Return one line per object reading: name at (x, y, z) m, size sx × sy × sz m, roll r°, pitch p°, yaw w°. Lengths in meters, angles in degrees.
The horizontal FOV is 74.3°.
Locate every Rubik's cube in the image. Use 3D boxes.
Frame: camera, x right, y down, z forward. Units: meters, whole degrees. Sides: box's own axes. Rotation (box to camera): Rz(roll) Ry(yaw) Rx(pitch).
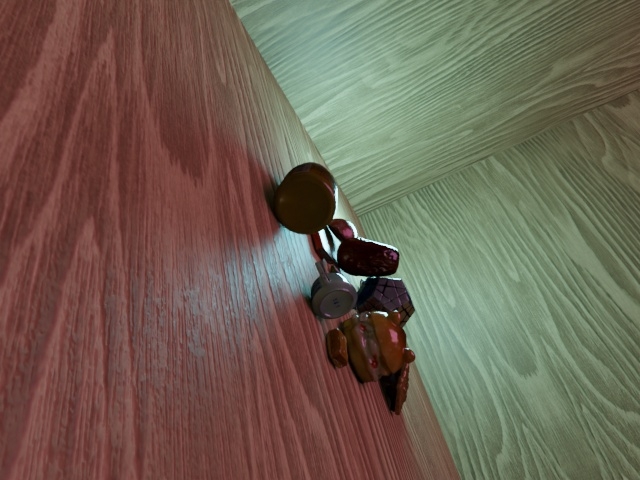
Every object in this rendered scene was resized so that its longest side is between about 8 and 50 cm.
Rubik's cube at (0.340, 0.329, 2.242) m, size 0.264 × 0.319 × 0.319 m, roll 33°, pitch 21°, yaw -17°

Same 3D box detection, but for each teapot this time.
teapot at (0.031, 0.169, 1.436) m, size 0.158 × 0.159 × 0.231 m, roll -100°, pitch 171°, yaw -54°

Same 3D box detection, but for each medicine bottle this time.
medicine bottle at (-0.047, -0.179, 1.611) m, size 0.224 × 0.225 × 0.384 m, roll 62°, pitch 10°, yaw -17°

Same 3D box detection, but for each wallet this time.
wallet at (0.000, 0.000, 1.922) m, size 0.142 × 0.045 × 0.204 m, roll 51°, pitch 17°, yaw -47°

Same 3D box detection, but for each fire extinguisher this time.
fire extinguisher at (0.335, 0.611, 2.054) m, size 0.200 × 0.113 × 0.376 m, roll 43°, pitch 2°, yaw 20°

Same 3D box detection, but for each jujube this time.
jujube at (0.241, 0.091, 2.179) m, size 0.223 × 0.319 × 0.222 m, roll 7°, pitch 90°, yaw -85°

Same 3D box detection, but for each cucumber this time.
cucumber at (0.108, 0.222, 1.932) m, size 0.249 × 0.056 × 0.056 m, roll 63°, pitch 11°, yaw -4°

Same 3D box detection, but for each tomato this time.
tomato at (0.127, -0.060, 2.351) m, size 0.199 × 0.112 × 0.228 m, roll 49°, pitch -6°, yaw -9°

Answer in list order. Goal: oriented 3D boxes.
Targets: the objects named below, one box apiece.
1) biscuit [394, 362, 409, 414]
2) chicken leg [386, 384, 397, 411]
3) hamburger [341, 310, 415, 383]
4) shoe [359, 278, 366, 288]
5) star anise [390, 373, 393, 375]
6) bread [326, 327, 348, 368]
biscuit at (0.369, 0.651, 1.889) m, size 0.162 × 0.035 × 0.249 m, roll 58°, pitch 41°, yaw -57°
chicken leg at (0.337, 0.718, 1.953) m, size 0.205 × 0.053 × 0.092 m, roll 12°, pitch 69°, yaw -70°
hamburger at (0.225, 0.392, 1.631) m, size 0.276 × 0.237 × 0.276 m, roll -22°, pitch 90°, yaw -79°
shoe at (0.299, 0.316, 2.516) m, size 0.207 × 0.106 × 0.091 m, roll 60°, pitch 9°, yaw 0°
star anise at (0.248, 0.498, 1.839) m, size 0.212 × 0.111 × 0.196 m, roll 35°, pitch -34°, yaw 42°
bread at (0.054, 0.349, 1.378) m, size 0.074 × 0.054 × 0.132 m, roll 55°, pitch 14°, yaw -29°
